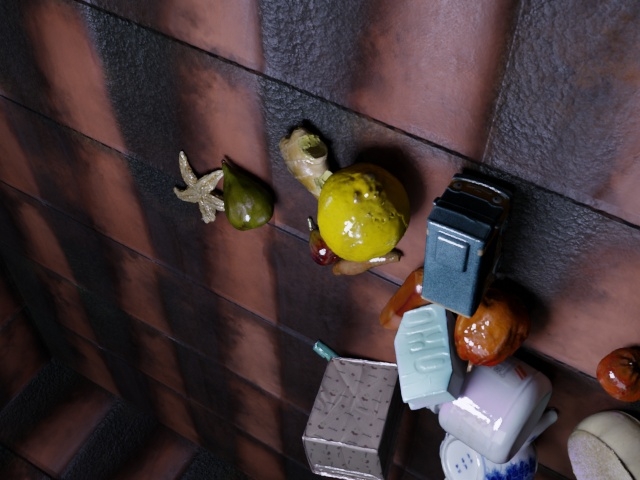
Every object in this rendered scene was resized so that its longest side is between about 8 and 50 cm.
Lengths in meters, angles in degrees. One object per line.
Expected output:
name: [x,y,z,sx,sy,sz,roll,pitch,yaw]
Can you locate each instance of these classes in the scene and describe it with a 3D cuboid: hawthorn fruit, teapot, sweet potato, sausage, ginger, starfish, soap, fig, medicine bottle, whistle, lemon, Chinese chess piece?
hawthorn fruit: [0.379,0.191,1.687,0.173,0.179,0.174,21,137,21]
teapot: [0.469,0.571,2.025,0.424,0.280,0.252,-59,45,39]
sweet potato: [0.092,0.055,1.893,0.255,0.078,0.058,-20,80,52]
sausage: [0.224,0.148,1.866,0.089,0.083,0.300,2,153,-16]
ginger: [-0.009,-0.133,1.748,0.131,0.086,0.295,12,143,37]
starfish: [-0.315,-0.138,2.067,0.277,0.062,0.236,18,137,34]
soap: [0.249,0.255,1.753,0.145,0.231,0.091,-16,147,16]
fig: [0.000,0.000,1.913,0.125,0.088,0.089,54,153,23]
medicine bottle: [0.372,0.361,1.839,0.302,0.241,0.241,31,147,26]
whistle: [0.058,0.374,2.337,0.186,0.039,0.039,37,147,-1]
hawthorn fruit: [0.643,0.282,1.606,0.128,0.128,0.128,25,145,19]
fig: [-0.183,-0.118,1.921,0.126,0.185,0.133,-4,180,-5]
lemon: [0.090,-0.060,1.631,0.204,0.204,0.260,29,150,13]
Chinese chess piece: [0.694,0.529,1.764,0.270,0.112,0.270,56,160,33]

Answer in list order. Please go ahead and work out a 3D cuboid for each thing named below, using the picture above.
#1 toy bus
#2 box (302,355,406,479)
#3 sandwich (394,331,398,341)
toy bus: [0.294,0.014,1.562,0.138,0.167,0.275,23,143,22]
box: [0.105,0.509,2.188,0.225,0.297,0.190,5,134,18]
sandwich: [0.237,0.304,2.090,0.067,0.029,0.135,7,135,37]
